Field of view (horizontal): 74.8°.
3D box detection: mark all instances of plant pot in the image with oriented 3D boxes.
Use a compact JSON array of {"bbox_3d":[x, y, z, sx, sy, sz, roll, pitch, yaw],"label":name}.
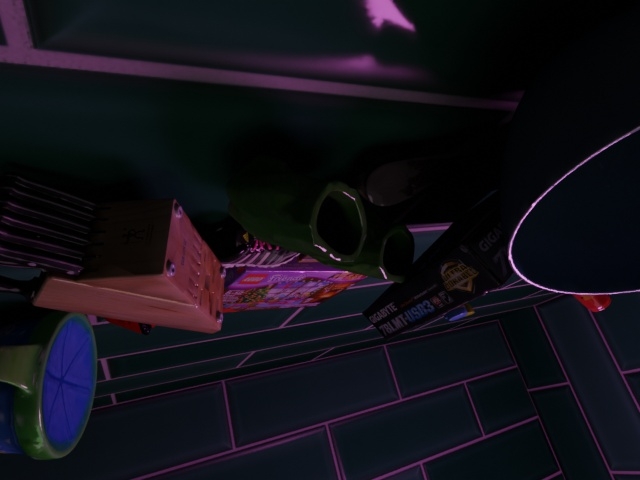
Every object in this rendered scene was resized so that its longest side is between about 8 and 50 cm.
[{"bbox_3d":[0.301,-0.101,0.390,0.289,0.196,0.290,-2,147,-1],"label":"plant pot"}]

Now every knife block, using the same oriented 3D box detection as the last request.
[{"bbox_3d":[-0.256,0.031,0.466,0.241,0.088,0.276,-3,153,4],"label":"knife block"}]

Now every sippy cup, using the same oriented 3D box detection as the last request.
[{"bbox_3d":[-0.519,0.233,0.677,0.223,0.240,0.306,-1,117,-9],"label":"sippy cup"}]

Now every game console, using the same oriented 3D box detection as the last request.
[{"bbox_3d":[-0.327,0.113,0.769,0.124,0.085,0.144,22,149,-7],"label":"game console"}]

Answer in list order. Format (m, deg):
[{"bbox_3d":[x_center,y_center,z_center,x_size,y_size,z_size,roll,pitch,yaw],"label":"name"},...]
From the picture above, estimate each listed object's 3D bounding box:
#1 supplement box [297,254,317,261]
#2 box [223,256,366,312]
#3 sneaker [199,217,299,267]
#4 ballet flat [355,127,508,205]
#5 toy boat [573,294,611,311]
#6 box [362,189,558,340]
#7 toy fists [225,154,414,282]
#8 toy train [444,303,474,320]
[{"bbox_3d":[0.000,0.000,0.676,0.054,0.043,0.083,2,153,-35],"label":"supplement box"},{"bbox_3d":[-0.067,0.075,0.792,0.293,0.057,0.201,4,151,-40],"label":"box"},{"bbox_3d":[-0.097,0.003,0.587,0.170,0.063,0.075,-7,163,-9],"label":"sneaker"},{"bbox_3d":[0.161,-0.095,0.544,0.249,0.084,0.058,-14,-157,-13],"label":"ballet flat"},{"bbox_3d":[0.581,0.007,0.905,0.318,0.148,0.267,-41,179,-39],"label":"toy boat"},{"bbox_3d":[0.229,0.008,0.634,0.295,0.073,0.293,-38,171,-28],"label":"box"},{"bbox_3d":[0.007,-0.020,0.510,0.142,0.096,0.279,11,174,34],"label":"toy fists"},{"bbox_3d":[0.391,0.150,1.176,0.105,0.144,0.248,-28,155,30],"label":"toy train"}]
